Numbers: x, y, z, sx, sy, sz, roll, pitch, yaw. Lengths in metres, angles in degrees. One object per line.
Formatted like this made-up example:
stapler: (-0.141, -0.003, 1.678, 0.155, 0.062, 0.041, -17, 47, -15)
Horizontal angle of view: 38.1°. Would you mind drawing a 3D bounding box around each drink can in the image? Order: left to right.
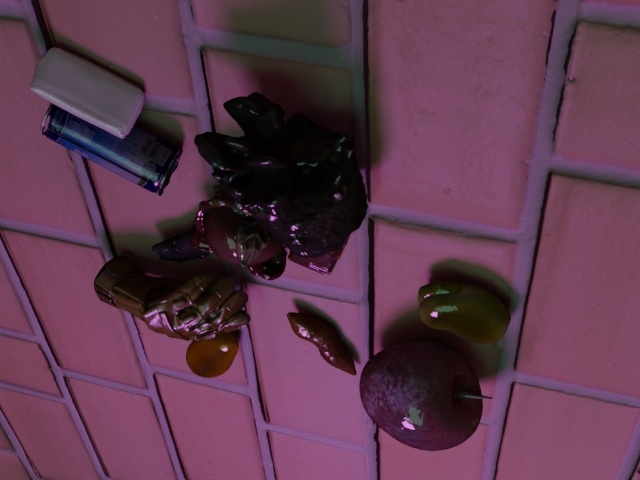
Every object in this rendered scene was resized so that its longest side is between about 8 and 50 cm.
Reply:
drink can: (-0.367, -0.173, 1.640, 0.235, 0.097, 0.097, 27, 140, -6)

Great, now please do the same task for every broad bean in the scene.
broad bean: (0.260, 0.125, 1.691, 0.174, 0.082, 0.124, 13, 141, -4)

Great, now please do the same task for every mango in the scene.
mango: (-0.236, 0.248, 2.059, 0.103, 0.076, 0.161, 39, 135, -11)

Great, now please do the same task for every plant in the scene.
plant: (-0.048, -0.110, 1.469, 0.199, 0.188, 0.276, 38, 174, 45)

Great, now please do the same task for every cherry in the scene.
cherry: (0.202, 0.301, 1.805, 0.285, 0.213, 0.236, 0, 127, 38)

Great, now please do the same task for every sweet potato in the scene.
sweet potato: (0.013, 0.212, 1.920, 0.065, 0.051, 0.218, -25, 121, 38)

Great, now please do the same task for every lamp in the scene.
lamp: (-0.127, -0.022, 1.670, 0.215, 0.151, 0.223, 29, 172, -17)

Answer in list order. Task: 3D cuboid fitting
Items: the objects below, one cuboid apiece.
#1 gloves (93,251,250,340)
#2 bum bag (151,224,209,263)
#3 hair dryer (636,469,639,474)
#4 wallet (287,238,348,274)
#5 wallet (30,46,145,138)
gloves: (-0.300, 0.127, 1.896, 0.331, 0.141, 0.154, 16, 155, 17)
bum bag: (-0.251, 0.004, 1.820, 0.198, 0.049, 0.087, -18, 149, 38)
hair dryer: (0.720, 0.523, 1.938, 0.150, 0.047, 0.071, 32, 141, -1)
wallet: (0.000, 0.000, 1.710, 0.095, 0.026, 0.176, 22, 141, -2)
wallet: (-0.396, -0.254, 1.575, 0.190, 0.095, 0.033, 29, -178, -5)
